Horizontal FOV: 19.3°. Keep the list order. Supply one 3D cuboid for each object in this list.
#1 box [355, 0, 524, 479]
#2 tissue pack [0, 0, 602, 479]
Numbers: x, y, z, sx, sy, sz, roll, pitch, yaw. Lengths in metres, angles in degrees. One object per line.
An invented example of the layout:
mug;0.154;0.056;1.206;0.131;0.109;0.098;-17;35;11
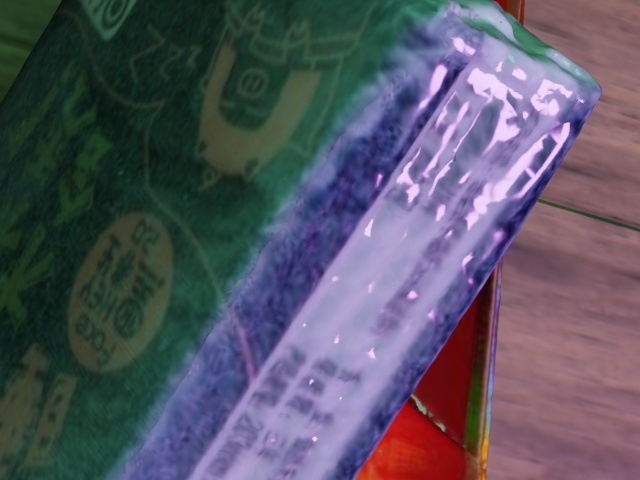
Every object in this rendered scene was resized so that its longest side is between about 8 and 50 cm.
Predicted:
box;0.000;-0.001;0.808;0.089;0.197;0.313;13;70;-21
tissue pack;-0.063;0.015;0.680;0.103;0.228;0.315;23;107;-33
